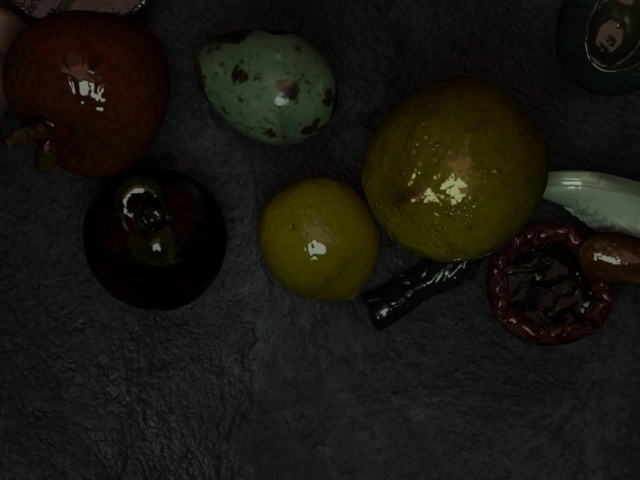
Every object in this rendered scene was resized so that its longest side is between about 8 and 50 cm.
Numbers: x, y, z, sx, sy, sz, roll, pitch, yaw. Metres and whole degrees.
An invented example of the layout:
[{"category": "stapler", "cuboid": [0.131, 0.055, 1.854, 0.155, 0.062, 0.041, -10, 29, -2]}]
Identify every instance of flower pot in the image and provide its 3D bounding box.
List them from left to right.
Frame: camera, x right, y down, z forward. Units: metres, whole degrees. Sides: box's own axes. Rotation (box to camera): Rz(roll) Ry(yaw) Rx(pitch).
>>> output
[{"category": "flower pot", "cuboid": [0.461, -0.335, 1.613, 0.189, 0.157, 0.243, 34, 85, 0]}]

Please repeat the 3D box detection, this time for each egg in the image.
[{"category": "egg", "cuboid": [-0.084, -0.235, 1.596, 0.231, 0.169, 0.169, 21, 86, 15]}]

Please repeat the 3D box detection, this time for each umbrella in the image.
[{"category": "umbrella", "cuboid": [0.174, 0.058, 1.622, 0.235, 0.059, 0.066, -28, 82, 5]}]

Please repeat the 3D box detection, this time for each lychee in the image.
[{"category": "lychee", "cuboid": [-0.339, -0.210, 1.541, 0.255, 0.255, 0.300, 22, 52, 1]}]

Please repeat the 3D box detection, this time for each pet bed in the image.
[{"category": "pet bed", "cuboid": [0.350, 0.067, 1.636, 0.201, 0.053, 0.201, 0, 81, 2]}]

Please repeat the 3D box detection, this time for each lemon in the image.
[{"category": "lemon", "cuboid": [0.000, 0.000, 1.574, 0.178, 0.178, 0.203, -28, 86, -2]}, {"category": "lemon", "cuboid": [0.200, -0.106, 1.537, 0.258, 0.258, 0.310, 41, 47, 2]}]

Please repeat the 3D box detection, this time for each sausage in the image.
[{"category": "sausage", "cuboid": [0.526, 0.065, 1.589, 0.302, 0.103, 0.076, 28, 49, -12]}]

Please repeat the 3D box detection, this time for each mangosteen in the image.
[{"category": "mangosteen", "cuboid": [-0.239, 0.001, 1.556, 0.216, 0.216, 0.216, 0, 86, -1]}]

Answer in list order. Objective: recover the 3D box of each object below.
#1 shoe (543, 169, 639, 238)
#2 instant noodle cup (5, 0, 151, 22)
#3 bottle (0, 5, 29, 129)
[{"category": "shoe", "cuboid": [0.451, -0.038, 1.624, 0.264, 0.095, 0.110, 8, 87, -2]}, {"category": "instant noodle cup", "cuboid": [-0.373, -0.452, 1.628, 0.273, 0.091, 0.274, -3, 105, -11]}, {"category": "bottle", "cuboid": [-0.561, -0.228, 1.596, 0.206, 0.173, 0.297, 22, 86, 35]}]
